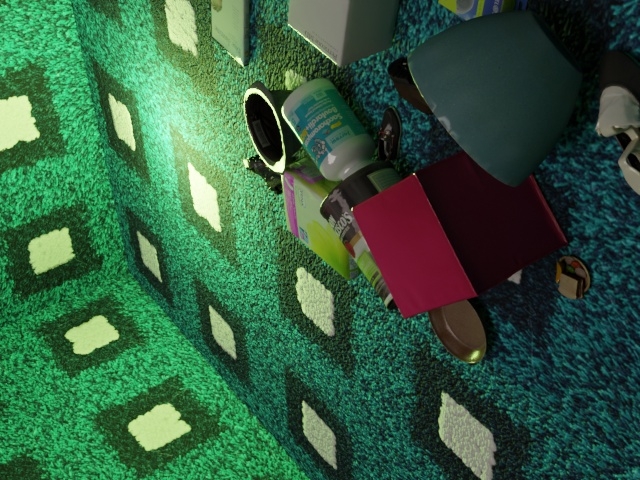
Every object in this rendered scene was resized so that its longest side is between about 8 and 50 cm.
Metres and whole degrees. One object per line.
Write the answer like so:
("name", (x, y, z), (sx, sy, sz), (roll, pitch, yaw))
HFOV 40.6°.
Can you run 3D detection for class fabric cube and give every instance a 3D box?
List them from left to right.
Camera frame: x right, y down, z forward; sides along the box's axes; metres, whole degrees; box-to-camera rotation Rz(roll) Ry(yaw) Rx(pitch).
("fabric cube", (0.265, -0.028, 1.681), (0.254, 0.259, 0.258), (64, 151, 3))

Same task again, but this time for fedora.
("fedora", (-0.094, -0.303, 2.235), (0.275, 0.124, 0.244), (35, 139, 59))

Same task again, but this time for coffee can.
("coffee can", (0.156, -0.013, 1.948), (0.275, 0.201, 0.201), (55, 152, 17))

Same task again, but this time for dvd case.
("dvd case", (-0.249, -0.624, 2.356), (0.180, 0.022, 0.253), (45, 148, 33))

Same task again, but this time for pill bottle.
("pill bottle", (0.033, -0.242, 2.037), (0.264, 0.146, 0.146), (55, 152, 17))

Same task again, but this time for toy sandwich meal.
("toy sandwich meal", (0.474, 0.070, 1.635), (0.085, 0.029, 0.086), (42, 145, 38))

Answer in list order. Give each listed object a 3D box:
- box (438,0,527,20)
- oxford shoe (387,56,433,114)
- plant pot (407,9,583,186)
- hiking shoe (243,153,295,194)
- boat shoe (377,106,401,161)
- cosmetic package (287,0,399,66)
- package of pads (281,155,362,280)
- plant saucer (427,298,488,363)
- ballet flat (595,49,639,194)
("box", (0.286, -0.436, 1.531), (0.178, 0.042, 0.109), (45, 147, 36))
("oxford shoe", (0.235, -0.291, 1.726), (0.227, 0.083, 0.096), (38, 161, 43))
("plant pot", (0.312, -0.262, 1.425), (0.195, 0.290, 0.290), (-39, 74, 26))
("hiking shoe", (-0.145, -0.186, 2.470), (0.227, 0.086, 0.114), (18, 124, 54))
("boat shoe", (0.153, -0.236, 1.942), (0.049, 0.042, 0.133), (41, 143, 42))
("cosmetic package", (0.057, -0.560, 1.716), (0.197, 0.155, 0.366), (44, 146, 31))
("package of pads", (0.017, -0.067, 2.265), (0.296, 0.101, 0.229), (39, 145, 40))
("plant saucer", (0.324, 0.188, 1.999), (0.198, 0.036, 0.199), (42, 146, 38))
("ballet flat", (0.491, -0.161, 1.335), (0.280, 0.096, 0.095), (63, 154, 4))
